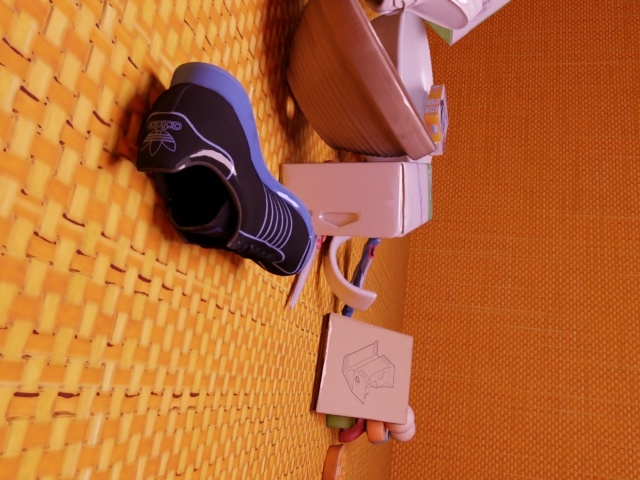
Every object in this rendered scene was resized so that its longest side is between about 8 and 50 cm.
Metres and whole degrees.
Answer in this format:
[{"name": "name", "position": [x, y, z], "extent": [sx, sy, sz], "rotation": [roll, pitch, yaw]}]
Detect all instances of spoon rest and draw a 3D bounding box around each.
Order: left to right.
[{"name": "spoon rest", "position": [0.055, -0.019, 0.856], "extent": [0.137, 0.084, 0.276], "rotation": [118, -18, -51]}]

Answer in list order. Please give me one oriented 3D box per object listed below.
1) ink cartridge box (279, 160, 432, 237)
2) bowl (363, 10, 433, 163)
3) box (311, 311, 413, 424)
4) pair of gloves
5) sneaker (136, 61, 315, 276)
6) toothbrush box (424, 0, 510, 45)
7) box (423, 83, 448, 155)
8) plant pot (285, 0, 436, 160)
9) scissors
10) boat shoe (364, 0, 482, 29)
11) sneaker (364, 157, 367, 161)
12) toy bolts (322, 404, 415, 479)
[{"name": "ink cartridge box", "position": [0.058, -0.060, 0.672], "extent": [0.212, 0.155, 0.093], "rotation": [-24, 114, -67]}, {"name": "bowl", "position": [0.108, -0.247, 0.867], "extent": [0.298, 0.134, 0.297], "rotation": [-1, 90, -69]}, {"name": "box", "position": [0.081, 0.230, 0.886], "extent": [0.201, 0.021, 0.164], "rotation": [21, 66, -31]}, {"name": "pair of gloves", "position": [0.078, 0.067, 0.963], "extent": [0.198, 0.023, 0.159], "rotation": [-69, 180, -67]}, {"name": "sneaker", "position": [-0.068, -0.020, 0.397], "extent": [0.232, 0.082, 0.090], "rotation": [63, 35, -51]}, {"name": "toothbrush box", "position": [0.215, -0.514, 0.851], "extent": [0.283, 0.206, 0.122], "rotation": [53, 2, 18]}, {"name": "box", "position": [0.213, -0.225, 0.915], "extent": [0.136, 0.028, 0.081], "rotation": [-67, 148, -42]}, {"name": "plant pot", "position": [0.035, -0.184, 0.596], "extent": [0.237, 0.110, 0.237], "rotation": [51, 21, -28]}, {"name": "scissors", "position": [0.000, 0.000, 0.768], "extent": [0.109, 0.021, 0.296], "rotation": [78, 20, -52]}, {"name": "boat shoe", "position": [0.096, -0.351, 0.682], "extent": [0.098, 0.277, 0.096], "rotation": [-4, -114, 67]}, {"name": "sneaker", "position": [0.118, -0.202, 1.062], "extent": [0.118, 0.107, 0.278], "rotation": [40, -22, 55]}, {"name": "toy bolts", "position": [0.108, 0.404, 1.013], "extent": [0.228, 0.159, 0.218], "rotation": [42, 53, -72]}]
